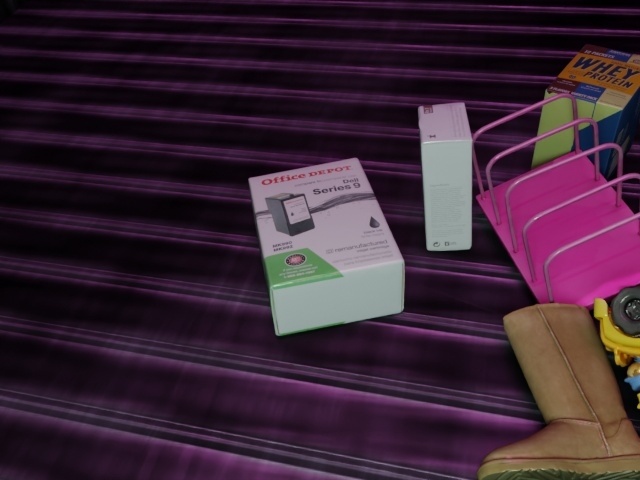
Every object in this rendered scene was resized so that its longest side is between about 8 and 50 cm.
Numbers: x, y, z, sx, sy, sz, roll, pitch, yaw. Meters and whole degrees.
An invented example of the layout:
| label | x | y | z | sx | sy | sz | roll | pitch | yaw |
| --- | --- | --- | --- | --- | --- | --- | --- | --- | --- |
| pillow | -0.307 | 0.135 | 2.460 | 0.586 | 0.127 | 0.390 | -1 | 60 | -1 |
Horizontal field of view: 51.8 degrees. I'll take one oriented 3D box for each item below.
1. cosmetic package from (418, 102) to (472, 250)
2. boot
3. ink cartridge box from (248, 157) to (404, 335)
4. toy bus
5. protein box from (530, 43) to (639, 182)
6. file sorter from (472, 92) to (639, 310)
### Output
| label | x | y | z | sx | sy | sz | roll | pitch | yaw |
| --- | --- | --- | --- | --- | --- | --- | --- | --- | --- |
| cosmetic package | 0.213 | -0.104 | 1.121 | 0.086 | 0.231 | 0.117 | -3 | 43 | 7 |
| boot | 0.295 | 0.207 | 0.885 | 0.236 | 0.089 | 0.269 | 3 | 42 | -9 |
| ink cartridge box | 0.000 | 0.000 | 1.114 | 0.211 | 0.121 | 0.289 | -11 | 42 | -6 |
| toy bus | 0.471 | 0.171 | 0.847 | 0.220 | 0.149 | 0.211 | 0 | 78 | 39 |
| protein box | 0.512 | -0.226 | 1.246 | 0.136 | 0.199 | 0.201 | 24 | 50 | 28 |
| file sorter | 0.382 | -0.061 | 1.037 | 0.202 | 0.182 | 0.290 | -24 | 48 | 6 |
